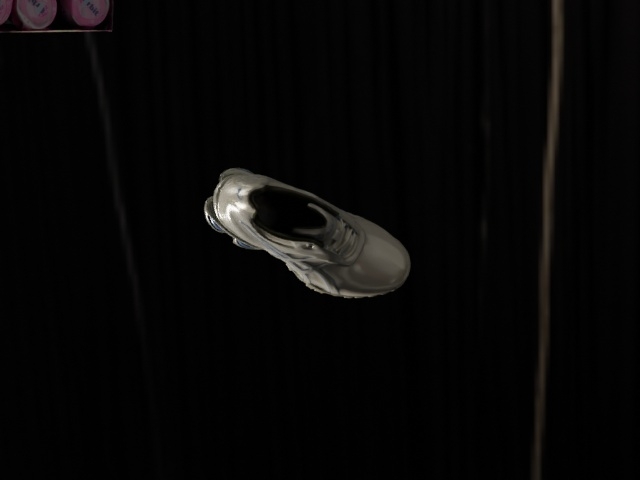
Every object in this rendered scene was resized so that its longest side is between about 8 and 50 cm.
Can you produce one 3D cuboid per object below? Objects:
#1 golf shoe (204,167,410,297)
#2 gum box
[{"bbox_3d":[0.000,0.000,1.109,0.176,0.069,0.086,21,173,-21],"label":"golf shoe"},{"bbox_3d":[-0.350,-0.275,1.693,0.188,0.062,0.107,-7,-167,-41],"label":"gum box"}]
